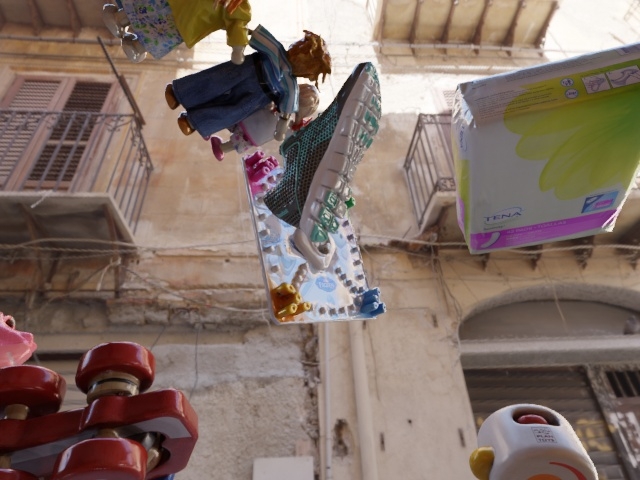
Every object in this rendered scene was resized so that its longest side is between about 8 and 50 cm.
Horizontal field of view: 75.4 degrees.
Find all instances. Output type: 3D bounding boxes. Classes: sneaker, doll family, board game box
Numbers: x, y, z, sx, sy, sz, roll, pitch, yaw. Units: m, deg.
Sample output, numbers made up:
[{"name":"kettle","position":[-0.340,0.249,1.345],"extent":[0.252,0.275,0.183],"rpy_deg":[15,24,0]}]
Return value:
[{"name":"sneaker","position":[0.000,-0.086,0.368],"extent":[0.076,0.166,0.065],"rpy_deg":[21,-5,23]},{"name":"doll family","position":[-0.080,-0.177,0.388],"extent":[0.163,0.118,0.262],"rpy_deg":[-21,-52,10]},{"name":"sneaker","position":[-0.651,0.182,0.763],"extent":[0.314,0.136,0.115],"rpy_deg":[16,-58,24]},{"name":"board game box","position":[0.000,0.000,0.999],"extent":[0.050,0.389,0.390],"rpy_deg":[-26,-22,33]}]

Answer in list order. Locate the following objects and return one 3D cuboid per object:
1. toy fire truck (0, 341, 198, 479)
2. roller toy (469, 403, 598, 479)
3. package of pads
[{"name":"toy fire truck","position":[-0.318,0.293,0.573],"extent":[0.303,0.169,0.253],"rpy_deg":[-12,-46,-7]},{"name":"roller toy","position":[0.419,0.437,0.813],"extent":[0.209,0.146,0.191],"rpy_deg":[42,-70,-8]},{"name":"package of pads","position":[0.306,-0.105,0.583],"extent":[0.230,0.101,0.296],"rpy_deg":[-10,-37,12]}]
